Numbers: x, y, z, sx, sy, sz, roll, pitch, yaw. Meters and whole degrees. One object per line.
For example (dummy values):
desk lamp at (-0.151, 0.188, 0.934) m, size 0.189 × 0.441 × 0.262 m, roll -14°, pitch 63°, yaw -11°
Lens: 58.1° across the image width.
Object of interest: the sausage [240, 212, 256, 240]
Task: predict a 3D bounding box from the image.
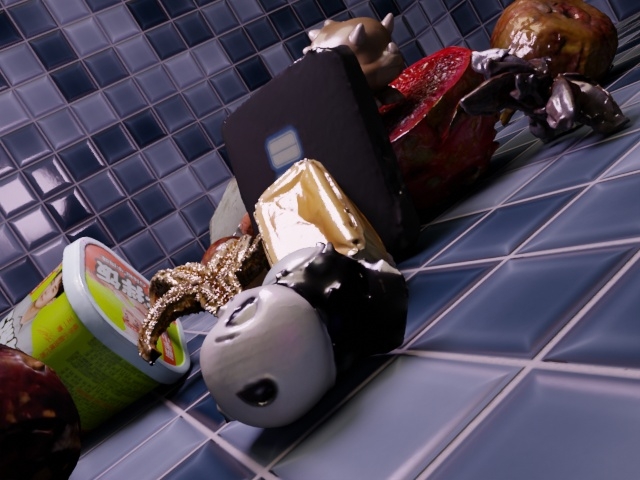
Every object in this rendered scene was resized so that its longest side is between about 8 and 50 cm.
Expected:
sausage at (-0.034, -0.083, 1.226) m, size 0.079 × 0.087 × 0.326 m, roll 9°, pitch 33°, yaw 43°

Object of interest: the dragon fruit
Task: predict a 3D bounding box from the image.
dragon fruit at (0.186, -0.189, 1.142) m, size 0.386 × 0.249 × 0.371 m, roll -32°, pitch 22°, yaw 25°

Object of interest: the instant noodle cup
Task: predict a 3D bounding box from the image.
instant noodle cup at (-0.428, 0.200, 0.976) m, size 0.308 × 0.294 × 0.294 m, roll -39°, pitch 7°, yaw 2°

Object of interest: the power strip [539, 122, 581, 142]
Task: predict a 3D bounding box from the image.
power strip at (0.463, -0.235, 1.090) m, size 0.081 × 0.035 × 0.192 m, roll -26°, pitch 8°, yaw 38°

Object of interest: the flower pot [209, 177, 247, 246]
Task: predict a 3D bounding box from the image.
flower pot at (-0.130, -0.042, 1.354) m, size 0.239 × 0.189 × 0.209 m, roll -22°, pitch 48°, yaw 49°

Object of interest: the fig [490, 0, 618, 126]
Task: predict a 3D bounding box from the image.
fig at (0.536, -0.406, 1.411) m, size 0.286 × 0.286 × 0.369 m, roll -34°, pitch -23°, yaw -20°

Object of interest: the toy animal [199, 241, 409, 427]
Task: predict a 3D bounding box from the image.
toy animal at (-0.027, 0.087, 0.545) m, size 0.179 × 0.138 × 0.166 m, roll -30°, pitch -11°, yaw -31°

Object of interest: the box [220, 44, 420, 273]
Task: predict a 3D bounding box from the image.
box at (-0.016, -0.106, 0.976) m, size 0.091 × 0.350 × 0.359 m, roll -19°, pitch -1°, yaw -40°

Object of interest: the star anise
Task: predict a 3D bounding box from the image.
star anise at (0.350, -0.228, 0.914) m, size 0.282 × 0.129 × 0.212 m, roll 30°, pitch 22°, yaw 33°

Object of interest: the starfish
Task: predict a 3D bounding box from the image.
starfish at (-0.157, 0.073, 0.931) m, size 0.312 × 0.113 × 0.303 m, roll -34°, pitch 27°, yaw -11°

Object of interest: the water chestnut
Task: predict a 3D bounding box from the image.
water chestnut at (-0.390, 0.254, 0.608) m, size 0.300 × 0.300 × 0.300 m, roll -31°, pitch 7°, yaw 4°

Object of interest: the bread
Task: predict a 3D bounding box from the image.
bread at (0.000, 0.000, 0.787) m, size 0.136 × 0.107 × 0.241 m, roll -40°, pitch 41°, yaw 9°

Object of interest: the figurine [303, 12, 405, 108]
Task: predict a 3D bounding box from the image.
figurine at (0.041, -0.311, 1.040) m, size 0.177 × 0.173 × 0.247 m, roll -23°, pitch 14°, yaw -21°

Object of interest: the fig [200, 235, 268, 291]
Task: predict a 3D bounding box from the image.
fig at (-0.130, 0.073, 1.169) m, size 0.230 × 0.160 × 0.143 m, roll 0°, pitch -17°, yaw -33°
